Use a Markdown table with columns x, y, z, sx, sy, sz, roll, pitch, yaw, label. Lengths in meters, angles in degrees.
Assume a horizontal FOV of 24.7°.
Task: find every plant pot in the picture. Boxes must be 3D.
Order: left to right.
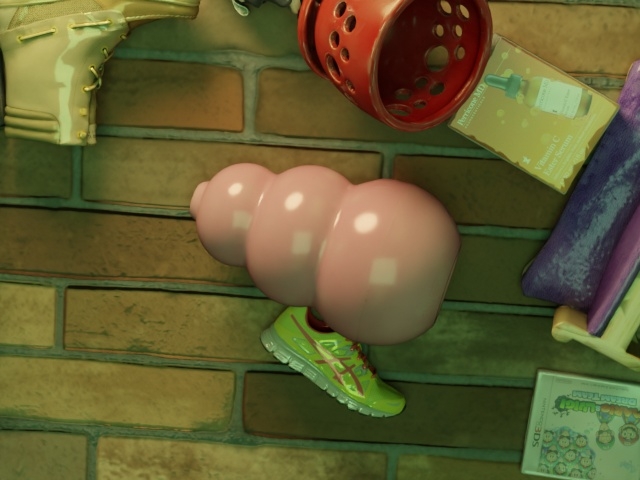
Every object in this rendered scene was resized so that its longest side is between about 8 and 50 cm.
| x | y | z | sx | sy | sz | roll | pitch | yaw | label |
| --- | --- | --- | --- | --- | --- | --- | --- | --- | --- |
| 0.078 | -0.245 | 1.722 | 0.174 | 0.191 | 0.191 | 33 | 104 | 41 | plant pot |

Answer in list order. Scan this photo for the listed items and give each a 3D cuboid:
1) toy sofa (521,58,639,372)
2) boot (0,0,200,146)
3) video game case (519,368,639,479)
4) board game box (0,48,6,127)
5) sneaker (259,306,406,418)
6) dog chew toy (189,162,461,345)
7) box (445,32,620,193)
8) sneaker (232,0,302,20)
| x | y | z | sx | sy | sz | roll | pitch | yaw | label |
| --- | --- | --- | --- | --- | --- | --- | --- | --- | --- |
| 0.389 | -0.038 | 1.775 | 0.177 | 0.150 | 0.362 | 28 | 101 | 4 | toy sofa |
| -0.274 | -0.219 | 1.807 | 0.262 | 0.095 | 0.203 | -1 | 100 | 4 | boot |
| 0.350 | 0.247 | 1.910 | 0.157 | 0.019 | 0.143 | 8 | 101 | 0 | video game case |
| -0.445 | -0.272 | 1.692 | 0.066 | 0.318 | 0.318 | -2 | 100 | 3 | board game box |
| 0.029 | 0.150 | 1.873 | 0.208 | 0.081 | 0.094 | 33 | 98 | -4 | sneaker |
| 0.000 | 0.000 | 1.794 | 0.332 | 0.206 | 0.206 | 19 | 101 | 7 | dog chew toy |
| 0.258 | -0.158 | 1.800 | 0.170 | 0.091 | 0.130 | 29 | 101 | -4 | box |
| -0.024 | -0.352 | 1.774 | 0.235 | 0.094 | 0.153 | -23 | 100 | 6 | sneaker |
